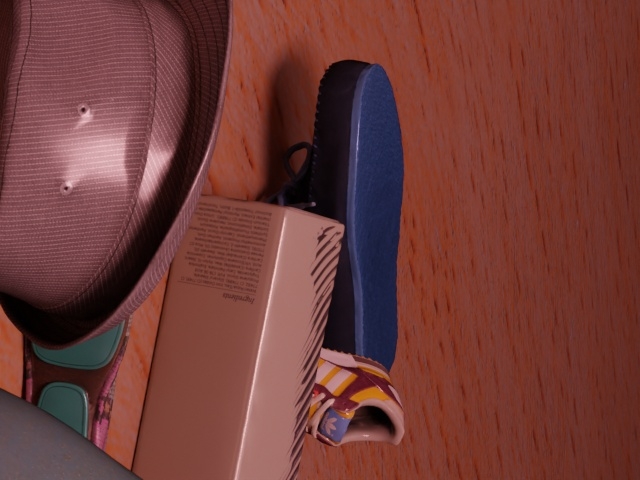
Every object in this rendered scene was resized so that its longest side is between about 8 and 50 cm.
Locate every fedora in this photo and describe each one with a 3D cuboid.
[{"bbox_3d":[-0.176,-0.074,1.236,0.124,0.243,0.275,15,93,-38],"label":"fedora"}]

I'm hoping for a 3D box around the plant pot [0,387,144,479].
[{"bbox_3d":[-0.196,0.205,1.060,0.271,0.255,0.272,-161,-90,-84],"label":"plant pot"}]

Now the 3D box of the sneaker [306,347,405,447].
[{"bbox_3d":[-0.010,0.136,1.710,0.084,0.185,0.069,-115,-141,-51],"label":"sneaker"}]

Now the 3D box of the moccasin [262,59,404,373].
[{"bbox_3d":[0.000,0.000,1.757,0.138,0.117,0.342,-41,139,-56],"label":"moccasin"}]

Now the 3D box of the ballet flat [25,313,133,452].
[{"bbox_3d":[-0.178,0.092,1.439,0.079,0.077,0.221,-63,163,-77],"label":"ballet flat"}]

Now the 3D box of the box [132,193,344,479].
[{"bbox_3d":[-0.070,0.105,1.616,0.094,0.113,0.275,14,87,-56],"label":"box"}]
